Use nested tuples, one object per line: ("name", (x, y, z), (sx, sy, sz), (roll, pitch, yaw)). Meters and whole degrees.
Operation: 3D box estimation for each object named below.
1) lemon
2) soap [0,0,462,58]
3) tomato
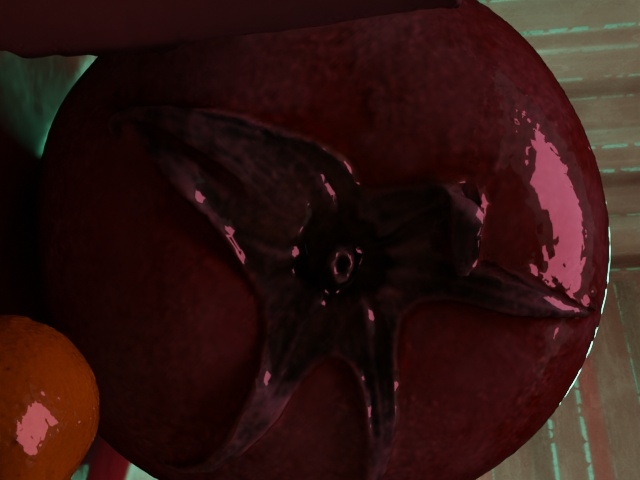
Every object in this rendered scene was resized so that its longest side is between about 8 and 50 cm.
("lemon", (-0.132, 0.073, 0.439), (0.111, 0.082, 0.082), (-58, 145, -66))
("soap", (-0.062, -0.177, 0.405), (0.302, 0.257, 0.159), (-79, 163, -64))
("tomato", (0.000, 0.000, 0.599), (0.282, 0.316, 0.317), (-152, -122, -80))
